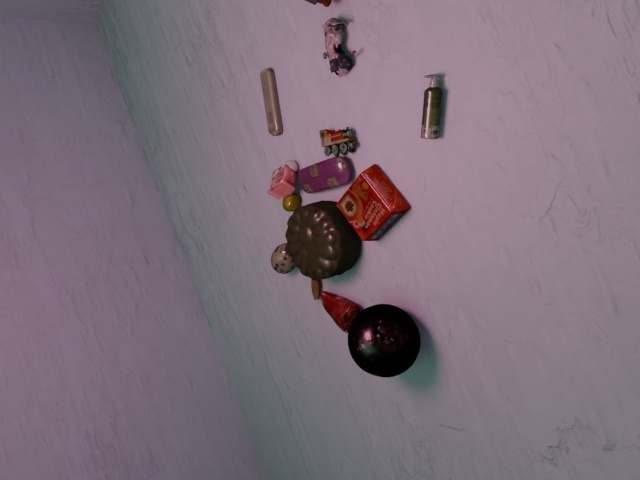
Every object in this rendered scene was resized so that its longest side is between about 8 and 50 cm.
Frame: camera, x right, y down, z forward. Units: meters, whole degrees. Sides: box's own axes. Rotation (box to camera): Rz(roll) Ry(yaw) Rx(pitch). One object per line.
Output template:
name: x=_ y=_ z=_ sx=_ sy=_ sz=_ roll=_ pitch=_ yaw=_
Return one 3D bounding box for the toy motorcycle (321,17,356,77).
toy motorcycle: x=0.062 y=-0.752 z=1.566 sx=0.150 sy=0.102 sz=0.221 roll=166 pitch=88 yaw=-69

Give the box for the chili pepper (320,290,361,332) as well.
chili pepper: x=0.086 y=0.327 z=1.949 sx=0.253 sy=0.136 sz=0.144 roll=30 pitch=170 yaw=48

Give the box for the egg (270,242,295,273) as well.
egg: x=-0.183 y=0.090 z=2.104 sx=0.141 sy=0.141 sz=0.181 roll=45 pitch=134 yaw=26

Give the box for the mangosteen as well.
mangosteen: x=0.258 y=0.399 z=1.668 sx=0.297 sy=0.313 sz=0.297 roll=0 pitch=92 yaw=11

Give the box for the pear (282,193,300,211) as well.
pear: x=-0.139 y=-0.187 z=2.001 sx=0.097 sy=0.092 sz=0.092 roll=-32 pitch=80 yaw=32

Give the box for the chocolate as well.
chocolate: x=0.200 y=-0.141 z=1.635 sx=0.234 sy=0.108 sz=0.237 roll=55 pitch=135 yaw=14

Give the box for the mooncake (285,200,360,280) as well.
mooncake: x=0.000 y=0.000 z=1.838 sx=0.356 sy=0.194 sz=0.356 roll=20 pitch=120 yaw=40

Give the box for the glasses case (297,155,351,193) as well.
glasses case: x=0.012 y=-0.285 z=1.798 sx=0.316 sy=0.076 sz=0.123 roll=-8 pitch=108 yaw=50

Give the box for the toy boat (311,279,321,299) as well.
toy boat: x=-0.021 y=0.228 z=2.054 sx=0.047 sy=0.049 sz=0.149 roll=2 pitch=106 yaw=15

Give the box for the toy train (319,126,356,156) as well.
toy train: x=0.074 y=-0.413 z=1.696 sx=0.176 sy=0.074 sz=0.118 roll=0 pitch=101 yaw=49

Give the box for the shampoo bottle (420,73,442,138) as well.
shampoo bottle: x=0.371 y=-0.447 z=1.367 sx=0.065 sy=0.065 sz=0.204 roll=19 pitch=118 yaw=42

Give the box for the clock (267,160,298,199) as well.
clock: x=-0.173 y=-0.293 z=1.966 sx=0.166 sy=0.093 sz=0.162 roll=-24 pitch=49 yaw=43

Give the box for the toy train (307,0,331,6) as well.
toy train: x=0.022 y=-1.008 z=1.429 sx=0.369 sy=0.163 sz=0.231 roll=-17 pitch=62 yaw=62

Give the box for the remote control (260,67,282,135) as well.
remote control: x=-0.239 y=-0.661 z=1.959 sx=0.090 sy=0.038 sz=0.309 roll=4 pitch=107 yaw=47
